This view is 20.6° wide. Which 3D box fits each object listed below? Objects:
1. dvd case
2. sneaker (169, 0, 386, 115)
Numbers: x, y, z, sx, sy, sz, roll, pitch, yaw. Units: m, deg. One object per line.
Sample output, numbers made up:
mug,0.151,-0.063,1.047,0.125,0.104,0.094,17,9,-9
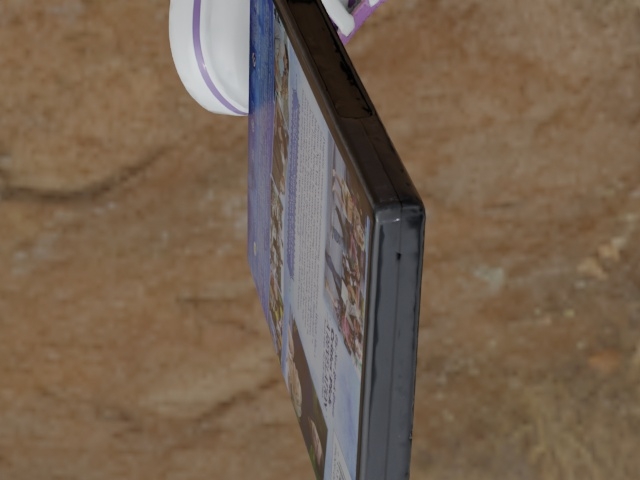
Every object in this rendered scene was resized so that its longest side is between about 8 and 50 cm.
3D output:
dvd case,0.000,0.000,0.747,0.022,0.253,0.180,-4,122,-11
sneaker,0.046,-0.176,0.880,0.161,0.282,0.102,11,151,48
